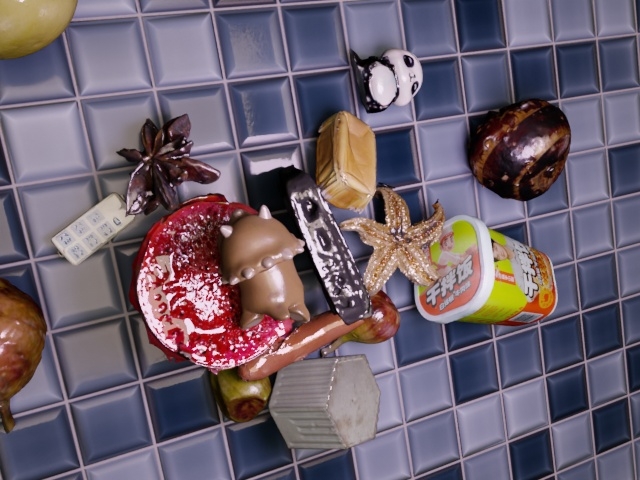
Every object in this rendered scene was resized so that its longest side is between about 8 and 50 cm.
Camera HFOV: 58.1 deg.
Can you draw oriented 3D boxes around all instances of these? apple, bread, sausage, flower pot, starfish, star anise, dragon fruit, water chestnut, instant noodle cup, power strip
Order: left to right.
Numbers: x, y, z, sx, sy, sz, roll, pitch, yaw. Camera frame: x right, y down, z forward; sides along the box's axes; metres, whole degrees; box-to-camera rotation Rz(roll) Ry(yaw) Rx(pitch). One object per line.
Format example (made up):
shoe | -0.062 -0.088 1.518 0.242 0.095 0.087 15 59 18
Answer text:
apple | -0.619 -0.487 1.083 0.292 0.292 0.254 41 103 -19
power strip | -0.508 -0.027 1.296 0.192 0.035 0.081 -40 107 -12
star anise | -0.351 -0.161 1.262 0.212 0.129 0.283 -34 61 7
dragon fruit | -0.253 0.102 1.297 0.386 0.249 0.371 41 65 -22
sausage | -0.048 0.242 1.369 0.326 0.087 0.079 -26 80 -14
flower pot | 0.015 0.391 1.407 0.209 0.189 0.239 -40 110 -50
bread | 0.060 -0.191 1.407 0.136 0.107 0.241 24 51 -30
starfish | 0.182 -0.011 1.466 0.312 0.113 0.303 2 74 -21
instant noodle cup | 0.450 0.105 1.546 0.308 0.294 0.294 15 89 -28
water chestnut | 0.528 -0.259 1.564 0.300 0.300 0.300 -2 95 -20

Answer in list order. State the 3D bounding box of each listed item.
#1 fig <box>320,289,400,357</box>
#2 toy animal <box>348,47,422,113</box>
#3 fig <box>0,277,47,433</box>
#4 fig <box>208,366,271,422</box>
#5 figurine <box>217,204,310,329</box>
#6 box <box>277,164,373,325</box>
fig | 0.090 0.208 1.498 0.230 0.160 0.143 -16 107 12
toy animal | 0.172 -0.419 1.460 0.179 0.138 0.166 -18 117 -13
fig | -0.701 0.267 1.179 0.286 0.286 0.369 -8 128 -20
fig | -0.198 0.354 1.403 0.144 0.154 0.166 -42 76 3
figurine | -0.113 0.055 1.140 0.177 0.173 0.247 -6 87 -9
box | 0.000 0.000 1.322 0.091 0.350 0.359 -24 102 -3
